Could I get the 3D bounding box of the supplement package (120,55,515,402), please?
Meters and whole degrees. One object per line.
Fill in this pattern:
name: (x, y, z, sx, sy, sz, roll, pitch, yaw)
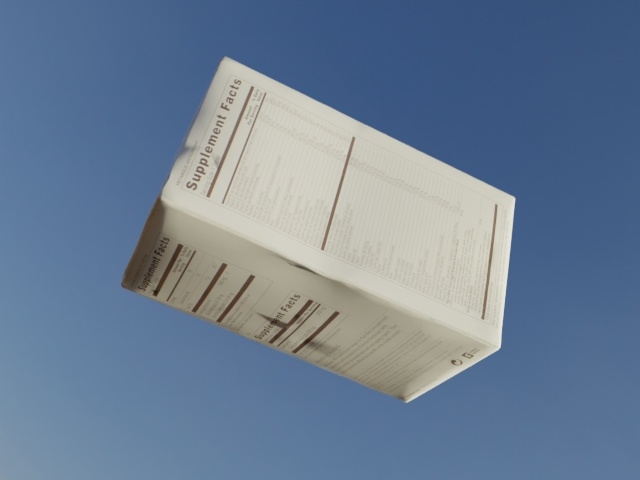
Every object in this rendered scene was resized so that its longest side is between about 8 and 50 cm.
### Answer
supplement package: (0.000, 0.000, 0.552, 0.244, 0.139, 0.134, 24, -35, -11)
